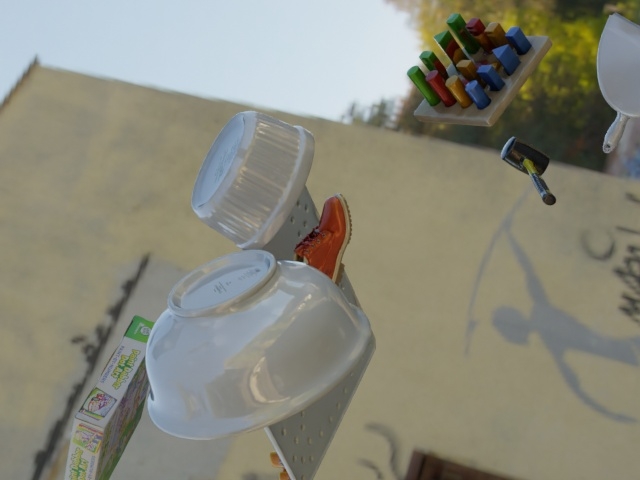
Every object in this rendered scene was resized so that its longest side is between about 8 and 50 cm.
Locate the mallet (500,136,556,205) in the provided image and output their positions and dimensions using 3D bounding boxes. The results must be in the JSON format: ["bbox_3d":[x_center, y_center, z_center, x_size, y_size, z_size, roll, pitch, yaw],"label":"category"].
[{"bbox_3d":[0.289,-0.081,1.602,0.039,0.062,0.189,-59,20,19],"label":"mallet"}]

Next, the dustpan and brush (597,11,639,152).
[{"bbox_3d":[0.430,-0.200,1.692,0.060,0.147,0.211,-32,-29,-48],"label":"dustpan and brush"}]

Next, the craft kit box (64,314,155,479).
[{"bbox_3d":[-0.343,0.290,1.994,0.246,0.061,0.249,-63,-7,-49],"label":"craft kit box"}]

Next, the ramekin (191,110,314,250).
[{"bbox_3d":[-0.108,-0.096,1.833,0.207,0.109,0.207,-50,23,31],"label":"ramekin"}]

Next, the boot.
[{"bbox_3d":[0.000,0.000,1.969,0.059,0.085,0.157,23,106,58],"label":"boot"}]

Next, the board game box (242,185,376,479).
[{"bbox_3d":[-0.051,0.153,2.065,0.390,0.050,0.390,65,-146,-27],"label":"board game box"}]

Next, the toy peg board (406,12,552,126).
[{"bbox_3d":[0.212,-0.250,1.727,0.079,0.161,0.161,47,-109,-31],"label":"toy peg board"}]

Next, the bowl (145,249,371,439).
[{"bbox_3d":[-0.098,0.103,1.499,0.134,0.298,0.298,68,-154,-23],"label":"bowl"}]
